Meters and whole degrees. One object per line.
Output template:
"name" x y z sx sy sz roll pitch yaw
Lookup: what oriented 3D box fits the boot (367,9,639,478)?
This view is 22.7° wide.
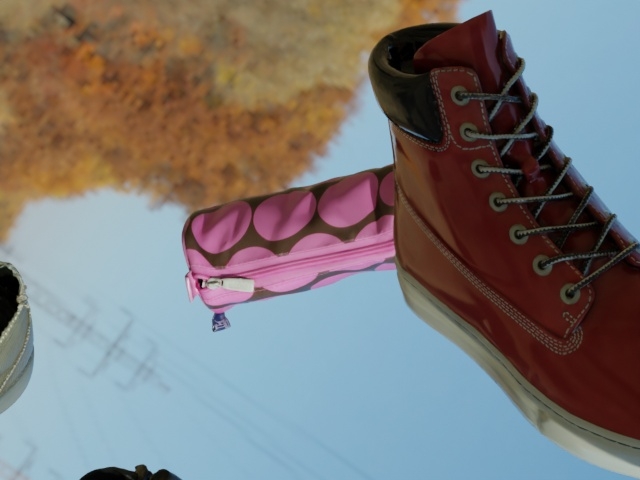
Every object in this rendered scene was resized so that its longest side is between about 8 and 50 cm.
"boot" 0.109 -0.007 0.723 0.088 0.176 0.244 -30 -139 -24

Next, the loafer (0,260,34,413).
"loafer" -0.227 0.076 0.739 0.251 0.094 0.087 -41 165 -46

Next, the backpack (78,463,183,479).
"backpack" -0.169 0.329 1.062 0.263 0.276 0.213 -17 -146 -2

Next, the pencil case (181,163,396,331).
"pencil case" 0.000 0.000 1.215 0.209 0.095 0.098 -16 -172 19
